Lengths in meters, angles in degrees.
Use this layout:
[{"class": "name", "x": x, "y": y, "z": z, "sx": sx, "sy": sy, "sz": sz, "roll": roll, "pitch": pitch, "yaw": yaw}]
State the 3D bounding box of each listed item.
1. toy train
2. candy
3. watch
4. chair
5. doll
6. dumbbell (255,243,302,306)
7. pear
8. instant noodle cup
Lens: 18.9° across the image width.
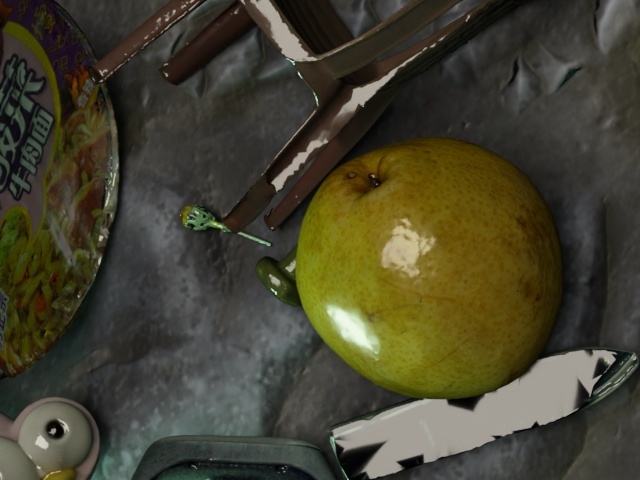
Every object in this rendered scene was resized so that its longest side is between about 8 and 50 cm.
[{"class": "toy train", "x": 0.132, "y": 0.133, "z": 1.522, "sx": 0.252, "sy": 0.048, "sz": 0.055, "roll": -19, "pitch": 88, "yaw": 11}, {"class": "candy", "x": -0.080, "y": -0.011, "z": 1.627, "sx": 0.083, "sy": 0.023, "sz": 0.025, "roll": 20, "pitch": 126, "yaw": 15}, {"class": "watch", "x": -0.071, "y": 0.249, "z": 1.523, "sx": 0.206, "sy": 0.068, "sz": 0.193, "roll": 4, "pitch": 61, "yaw": -9}, {"class": "chair", "x": 0.010, "y": -0.171, "z": 1.531, "sx": 0.326, "sy": 0.175, "sz": 0.183, "roll": -40, "pitch": 81, "yaw": 15}, {"class": "doll", "x": -0.191, "y": 0.255, "z": 1.592, "sx": 0.160, "sy": 0.094, "sz": 0.365, "roll": -41, "pitch": 76, "yaw": -16}, {"class": "dumbbell", "x": 0.000, "y": 0.000, "z": 1.580, "sx": 0.118, "sy": 0.052, "sz": 0.046, "roll": -46, "pitch": 45, "yaw": 9}, {"class": "pear", "x": 0.078, "y": 0.017, "z": 1.461, "sx": 0.209, "sy": 0.209, "sz": 0.208, "roll": -2, "pitch": 83, "yaw": 20}, {"class": "instant noodle cup", "x": -0.369, "y": -0.055, "z": 1.597, "sx": 0.266, "sy": 0.340, "sz": 0.339, "roll": 6, "pitch": 86, "yaw": 33}]
